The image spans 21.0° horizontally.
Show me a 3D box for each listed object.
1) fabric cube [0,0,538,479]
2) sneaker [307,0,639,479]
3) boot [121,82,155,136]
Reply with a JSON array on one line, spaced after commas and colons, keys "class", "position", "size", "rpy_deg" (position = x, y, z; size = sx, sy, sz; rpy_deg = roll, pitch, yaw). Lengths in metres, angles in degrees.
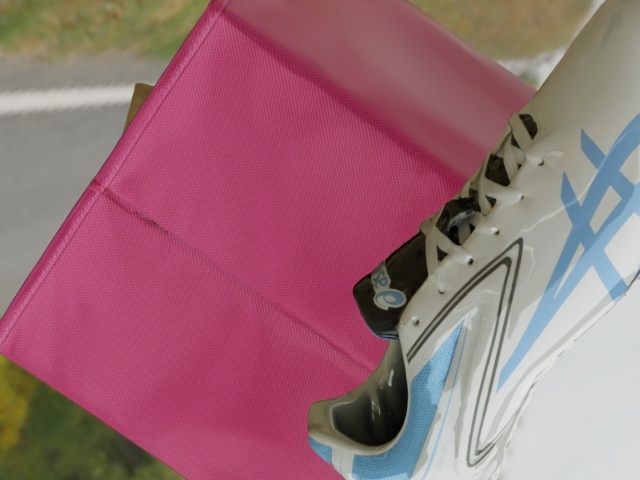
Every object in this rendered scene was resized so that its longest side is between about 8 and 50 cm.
[{"class": "fabric cube", "position": [0.000, 0.000, 1.052], "size": [0.259, 0.258, 0.254], "rpy_deg": [-53, -175, 22]}, {"class": "sneaker", "position": [0.068, 0.007, 0.670], "size": [0.085, 0.086, 0.237], "rpy_deg": [-104, -144, -60]}, {"class": "boot", "position": [-0.047, -0.057, 1.312], "size": [0.089, 0.269, 0.236], "rpy_deg": [-45, 147, -26]}]
